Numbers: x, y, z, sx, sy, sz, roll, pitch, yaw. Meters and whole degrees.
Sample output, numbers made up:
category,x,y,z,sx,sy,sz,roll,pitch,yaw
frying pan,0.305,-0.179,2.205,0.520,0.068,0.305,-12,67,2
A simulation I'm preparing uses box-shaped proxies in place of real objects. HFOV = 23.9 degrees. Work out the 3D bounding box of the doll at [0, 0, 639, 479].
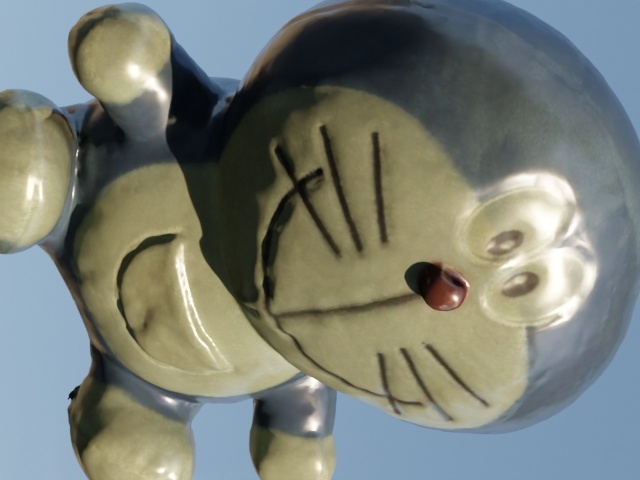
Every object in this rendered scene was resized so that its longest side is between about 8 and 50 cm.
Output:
category,x,y,z,sx,sy,sz,roll,pitch,yaw
doll,0.000,0.000,0.598,0.258,0.154,0.228,-4,-63,35
